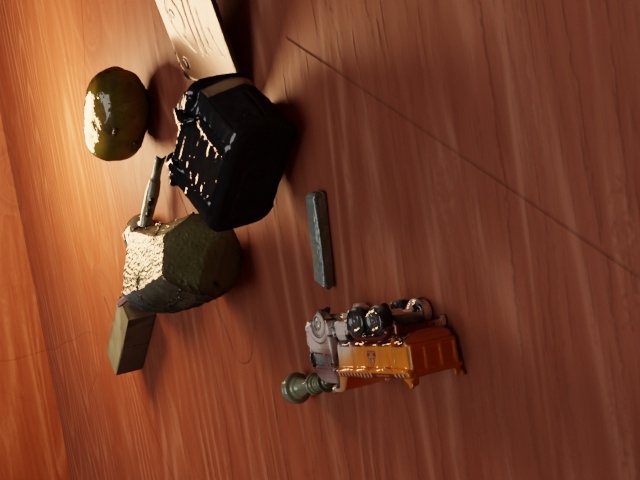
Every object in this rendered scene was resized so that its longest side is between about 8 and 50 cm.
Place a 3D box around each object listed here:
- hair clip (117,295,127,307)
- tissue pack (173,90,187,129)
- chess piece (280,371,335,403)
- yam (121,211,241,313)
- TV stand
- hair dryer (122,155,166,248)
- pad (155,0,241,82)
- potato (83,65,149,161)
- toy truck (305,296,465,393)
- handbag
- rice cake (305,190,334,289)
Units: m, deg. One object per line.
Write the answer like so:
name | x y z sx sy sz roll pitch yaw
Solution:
hair clip | -0.425 0.111 2.147 0.359 0.096 0.110 -21 52 52
tissue pack | -0.279 -0.270 1.836 0.083 0.035 0.063 -40 66 55
chess piece | -0.011 0.261 1.568 0.149 0.059 0.059 -23 81 53
yam | -0.282 0.046 1.799 0.271 0.201 0.202 155 122 -63
TV stand | -0.523 0.258 2.390 0.088 0.083 0.269 61 146 30
hair dryer | -0.410 -0.036 2.046 0.267 0.092 0.229 116 156 -45
pad | -0.244 -0.411 1.645 0.284 0.018 0.286 32 147 50
potato | -0.480 -0.298 2.049 0.197 0.149 0.228 -130 40 -59
toy truck | 0.087 0.160 1.311 0.270 0.114 0.135 -11 86 57
handbag | -0.157 -0.161 1.535 0.181 0.181 0.254 49 139 28
rice cake | 0.000 0.000 1.475 0.033 0.029 0.170 7 108 52
